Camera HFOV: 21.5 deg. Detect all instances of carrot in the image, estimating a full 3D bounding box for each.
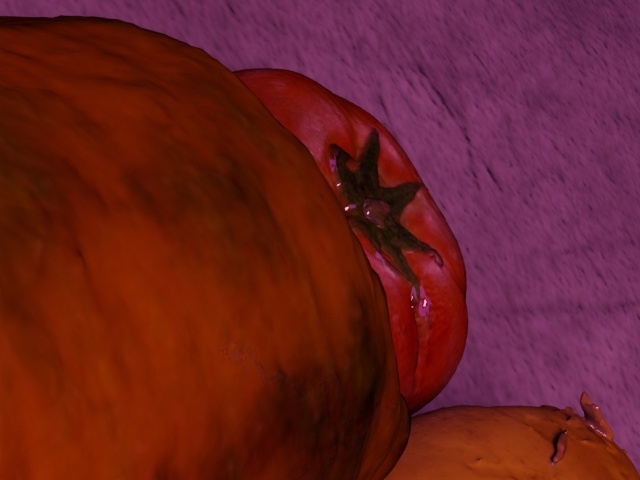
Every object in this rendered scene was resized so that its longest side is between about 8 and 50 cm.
[{"bbox_3d":[-0.129,0.055,0.519,0.241,0.241,0.340,59,30,5],"label":"carrot"}]

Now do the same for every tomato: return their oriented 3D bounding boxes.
[{"bbox_3d":[0.000,-0.002,0.860,0.225,0.085,0.225,32,39,-29],"label":"tomato"}]

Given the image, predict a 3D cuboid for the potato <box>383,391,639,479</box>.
[{"bbox_3d":[0.046,0.168,0.726,0.300,0.140,0.173,-31,87,-48],"label":"potato"}]
